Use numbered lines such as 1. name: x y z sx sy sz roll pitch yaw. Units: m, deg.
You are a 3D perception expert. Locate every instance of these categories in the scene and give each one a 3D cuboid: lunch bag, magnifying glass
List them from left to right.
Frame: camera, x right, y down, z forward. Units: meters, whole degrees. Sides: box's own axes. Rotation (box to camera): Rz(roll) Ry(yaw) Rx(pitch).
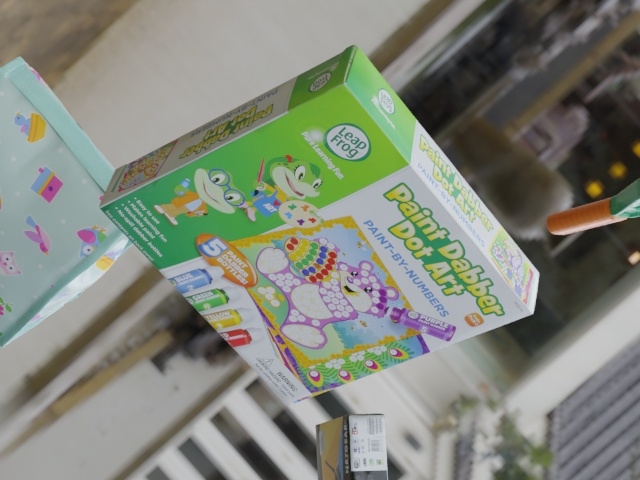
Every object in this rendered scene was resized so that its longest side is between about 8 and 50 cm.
1. lunch bag: -0.304 -0.048 1.586 0.160 0.223 0.262 -37 178 -46
2. magnifying glass: 0.293 -0.036 1.382 0.092 0.026 0.231 5 166 -31

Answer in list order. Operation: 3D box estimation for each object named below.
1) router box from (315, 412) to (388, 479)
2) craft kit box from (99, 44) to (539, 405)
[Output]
1. router box: 0.035 0.286 1.654 0.046 0.179 0.133 1 167 -16
2. craft kit box: 0.000 0.000 1.164 0.247 0.250 0.061 -26 -150 30
